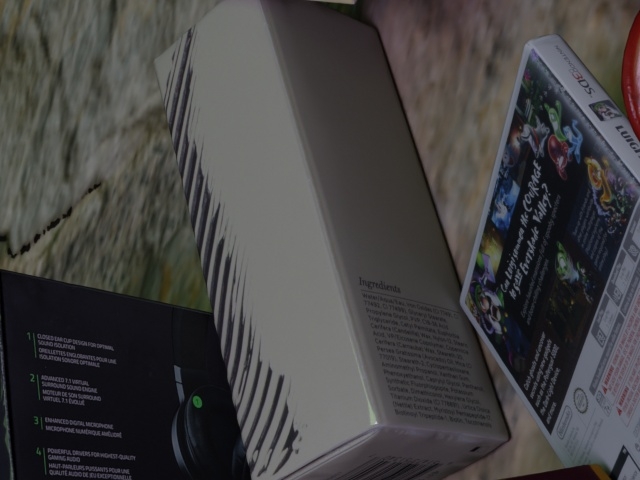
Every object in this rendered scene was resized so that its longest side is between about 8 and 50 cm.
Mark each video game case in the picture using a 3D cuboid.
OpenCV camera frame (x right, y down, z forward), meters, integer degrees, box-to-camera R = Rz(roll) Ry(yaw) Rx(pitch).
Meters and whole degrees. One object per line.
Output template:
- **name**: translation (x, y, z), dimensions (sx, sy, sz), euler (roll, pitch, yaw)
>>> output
- **video game case**: translation (0.126, 0.031, 0.664), dimensions (0.190, 0.022, 0.173), euler (97, 149, -50)

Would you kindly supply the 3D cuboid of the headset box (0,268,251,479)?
- **headset box**: translation (-0.100, 0.165, 0.755), dimensions (0.131, 0.246, 0.283), euler (-26, 64, 35)

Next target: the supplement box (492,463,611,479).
- **supplement box**: translation (0.086, 0.205, 0.663), dimensions (0.104, 0.081, 0.188), euler (52, 128, 37)

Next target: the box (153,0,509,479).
- **box**: translation (0.000, 0.000, 0.800), dimensions (0.094, 0.113, 0.275), euler (-35, 57, 33)

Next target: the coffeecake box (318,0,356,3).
- **coffeecake box**: translation (0.016, -0.207, 0.794), dimensions (0.142, 0.068, 0.185), euler (14, 47, 43)

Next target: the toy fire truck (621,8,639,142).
- **toy fire truck**: translation (0.202, -0.161, 0.584), dimensions (0.254, 0.169, 0.302), euler (-41, 82, 17)
